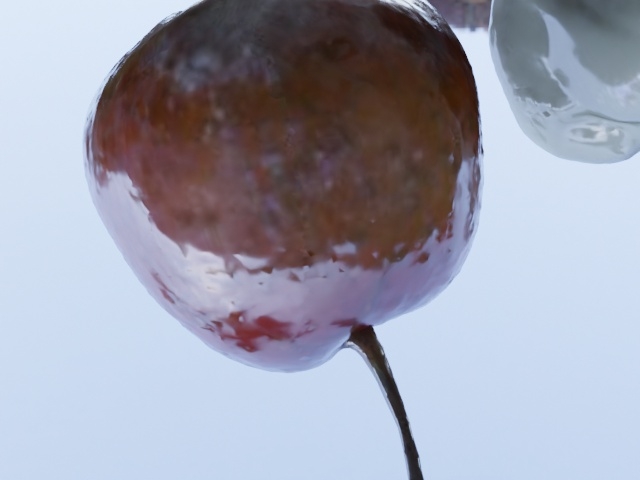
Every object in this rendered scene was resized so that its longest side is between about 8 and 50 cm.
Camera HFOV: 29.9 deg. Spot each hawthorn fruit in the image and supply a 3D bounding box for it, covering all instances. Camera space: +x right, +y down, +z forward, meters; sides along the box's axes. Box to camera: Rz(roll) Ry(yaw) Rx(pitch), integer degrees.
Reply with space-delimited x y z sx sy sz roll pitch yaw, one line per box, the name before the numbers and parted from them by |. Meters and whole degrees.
hawthorn fruit | -0.020 -0.035 0.706 0.231 0.263 0.235 9 -152 8

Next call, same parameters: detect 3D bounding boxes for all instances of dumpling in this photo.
dumpling | 0.208 -0.199 0.708 0.318 0.243 0.187 -50 -161 11
